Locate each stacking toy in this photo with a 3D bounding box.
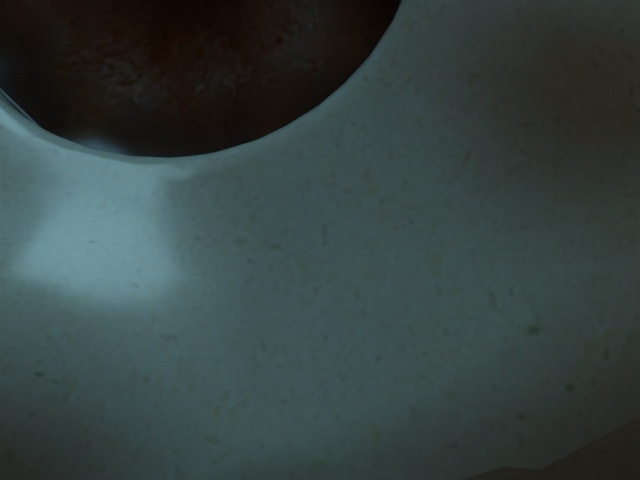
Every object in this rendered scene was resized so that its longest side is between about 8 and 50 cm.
[{"bbox_3d":[-0.007,-0.019,0.649,0.350,0.351,0.480,11,-14,11],"label":"stacking toy"}]
